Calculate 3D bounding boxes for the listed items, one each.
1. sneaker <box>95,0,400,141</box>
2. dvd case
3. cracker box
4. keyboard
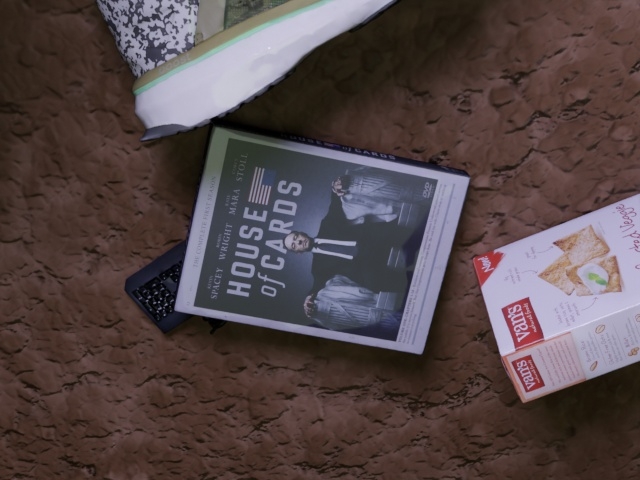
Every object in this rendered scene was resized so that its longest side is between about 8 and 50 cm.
[{"bbox_3d":[-0.013,-0.243,0.888,0.410,0.158,0.182,-33,101,11],"label":"sneaker"},{"bbox_3d":[0.000,0.000,1.072,0.238,0.029,0.179,10,106,-11],"label":"dvd case"},{"bbox_3d":[0.265,0.039,1.063,0.232,0.156,0.067,-23,121,10],"label":"cracker box"},{"bbox_3d":[-0.085,0.032,1.107,0.192,0.038,0.100,-32,119,17],"label":"keyboard"}]
